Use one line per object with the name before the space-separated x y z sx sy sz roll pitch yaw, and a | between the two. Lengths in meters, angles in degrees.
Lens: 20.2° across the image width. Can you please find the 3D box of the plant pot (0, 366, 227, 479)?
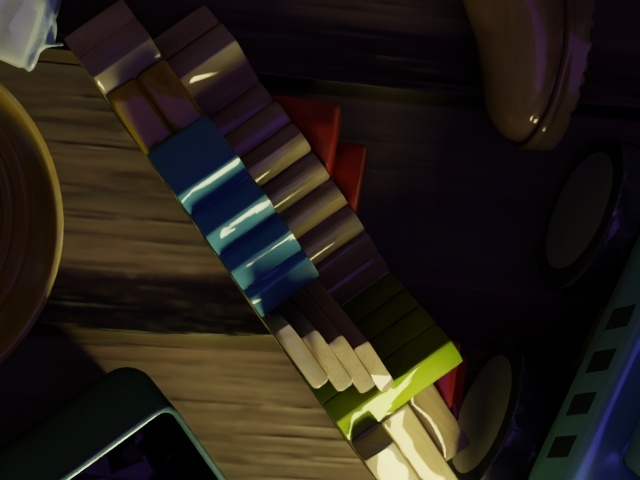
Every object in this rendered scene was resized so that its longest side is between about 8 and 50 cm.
plant pot | -0.123 0.172 1.023 0.165 0.234 0.166 -35 106 -5

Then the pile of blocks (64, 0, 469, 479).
pile of blocks | 0.000 0.000 1.064 0.112 0.149 0.362 -36 104 -4

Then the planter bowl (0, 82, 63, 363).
planter bowl | -0.259 -0.015 1.035 0.217 0.090 0.217 -2 100 -11

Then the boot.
boot | 0.026 -0.181 1.075 0.269 0.089 0.236 5 88 -13

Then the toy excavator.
toy excavator | 0.230 0.180 0.991 0.222 0.445 0.433 23 94 -14

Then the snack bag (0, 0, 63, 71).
snack bag | -0.268 -0.297 1.013 0.342 0.037 0.323 17 96 -14
